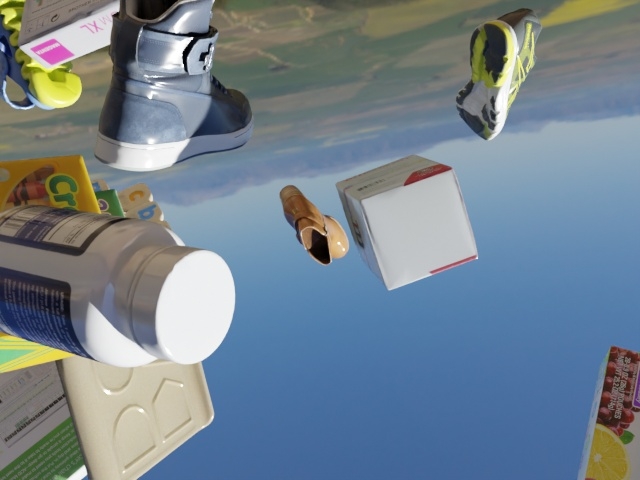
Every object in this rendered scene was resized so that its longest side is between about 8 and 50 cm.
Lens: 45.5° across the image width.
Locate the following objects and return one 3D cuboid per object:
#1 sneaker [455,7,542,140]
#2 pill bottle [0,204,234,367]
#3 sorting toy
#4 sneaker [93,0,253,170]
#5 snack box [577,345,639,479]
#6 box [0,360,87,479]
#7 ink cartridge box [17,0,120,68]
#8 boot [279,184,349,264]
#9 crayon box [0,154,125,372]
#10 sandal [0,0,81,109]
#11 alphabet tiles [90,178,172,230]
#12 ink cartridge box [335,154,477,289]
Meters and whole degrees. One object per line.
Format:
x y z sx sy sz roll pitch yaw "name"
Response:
0.096 -0.085 0.398 0.035 0.031 0.083 -34 157 -17 "sneaker"
-0.142 0.030 0.497 0.169 0.094 0.094 8 -165 33 "pill bottle"
-0.258 0.151 1.027 0.041 0.307 0.229 -9 -172 31 "sorting toy"
-0.113 -0.163 0.693 0.086 0.163 0.226 16 -159 14 "sneaker"
0.343 0.226 0.733 0.174 0.207 0.070 15 155 16 "snack box"
-0.457 0.231 1.096 0.232 0.322 0.058 -38 164 -25 "box"
-0.278 -0.379 0.974 0.185 0.311 0.065 -15 152 20 "ink cartridge box"
0.000 0.000 1.371 0.073 0.197 0.152 -41 -146 9 "boot"
-0.327 0.024 0.767 0.323 0.203 0.083 -10 153 -33 "crayon box"
-0.537 -0.360 1.342 0.138 0.317 0.126 -23 171 36 "sandal"
-0.432 0.001 1.457 0.278 0.284 0.021 -27 145 -13 "alphabet tiles"
0.110 -0.031 1.027 0.128 0.127 0.176 -20 -166 -4 "ink cartridge box"
